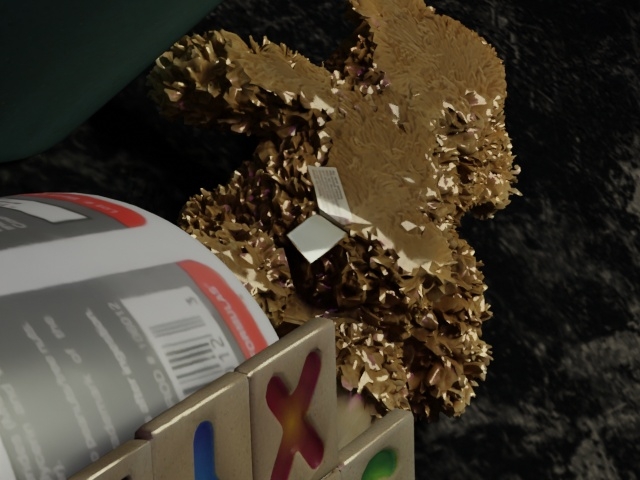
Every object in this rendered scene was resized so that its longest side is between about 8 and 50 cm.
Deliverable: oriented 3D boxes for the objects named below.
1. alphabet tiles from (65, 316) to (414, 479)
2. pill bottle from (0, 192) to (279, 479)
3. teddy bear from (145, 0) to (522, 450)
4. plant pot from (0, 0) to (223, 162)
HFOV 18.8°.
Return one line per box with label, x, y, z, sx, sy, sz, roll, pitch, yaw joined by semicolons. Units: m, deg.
alphabet tiles;-0.033;0.213;0.654;0.285;0.011;0.342;-30;122;-56
pill bottle;-0.173;0.100;0.602;0.210;0.210;0.363;57;28;13
teddy bear;0.000;0.000;1.044;0.245;0.113;0.338;25;47;-20
plant pot;-0.124;-0.230;0.910;0.341;0.334;0.341;30;38;-26
